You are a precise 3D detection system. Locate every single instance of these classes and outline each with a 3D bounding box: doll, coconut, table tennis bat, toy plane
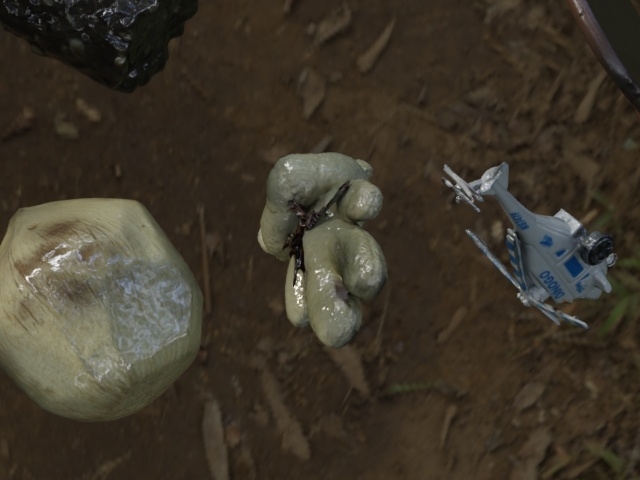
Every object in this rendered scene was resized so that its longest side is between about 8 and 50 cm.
[{"bbox_3d":[0.002,-0.004,1.798,0.175,0.149,0.278,-33,36,6],"label":"doll"},{"bbox_3d":[-0.225,0.060,1.459,0.224,0.224,0.224,4,65,-9],"label":"coconut"},{"bbox_3d":[0.201,-0.109,0.778,0.119,0.107,0.170,-30,68,25],"label":"table tennis bat"},{"bbox_3d":[0.206,-0.011,1.507,0.107,0.182,0.273,-43,120,-1],"label":"toy plane"}]

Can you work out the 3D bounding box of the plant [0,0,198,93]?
[{"bbox_3d":[-0.284,-0.301,1.749,0.276,0.188,0.199,35,94,13],"label":"plant"}]
